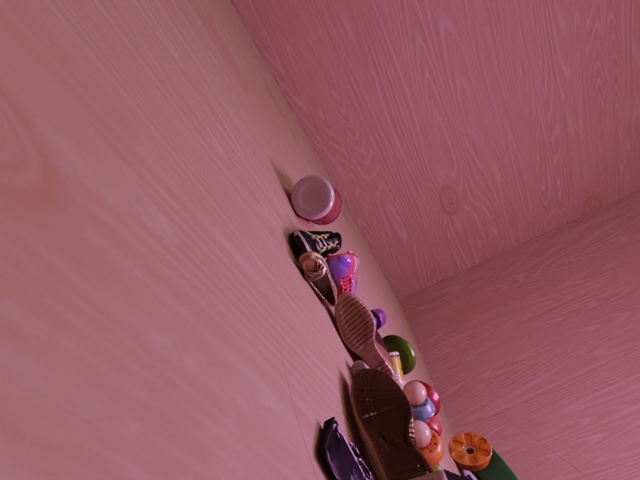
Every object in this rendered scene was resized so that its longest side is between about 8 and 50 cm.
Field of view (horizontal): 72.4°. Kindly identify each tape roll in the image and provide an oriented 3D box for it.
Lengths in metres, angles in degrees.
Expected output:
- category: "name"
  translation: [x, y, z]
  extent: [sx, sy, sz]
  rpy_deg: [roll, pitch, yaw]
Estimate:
- category: "tape roll"
  translation: [0.466, 0.673, 1.120]
  extent: [0.322, 0.077, 0.321]
  rpy_deg: [59, -8, 14]

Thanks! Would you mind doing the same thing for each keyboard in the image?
- category: "keyboard"
  translation: [0.047, 0.343, 0.620]
  extent: [0.180, 0.023, 0.108]
  rpy_deg: [64, 16, -5]

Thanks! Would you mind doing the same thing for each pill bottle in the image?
- category: "pill bottle"
  translation: [0.192, 0.367, 1.192]
  extent: [0.065, 0.065, 0.117]
  rpy_deg: [42, 37, -66]
- category: "pill bottle"
  translation: [-0.001, -0.108, 1.267]
  extent: [0.121, 0.121, 0.216]
  rpy_deg: [65, 9, 10]

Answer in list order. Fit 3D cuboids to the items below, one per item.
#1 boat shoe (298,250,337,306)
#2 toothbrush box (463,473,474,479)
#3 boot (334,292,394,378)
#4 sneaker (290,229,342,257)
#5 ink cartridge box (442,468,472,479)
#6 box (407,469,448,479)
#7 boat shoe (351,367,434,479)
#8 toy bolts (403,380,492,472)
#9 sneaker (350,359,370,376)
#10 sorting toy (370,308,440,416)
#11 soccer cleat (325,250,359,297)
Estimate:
- category: "boat shoe"
  translation: [-0.001, 0.085, 0.957]
  extent: [0.048, 0.056, 0.153]
  rpy_deg: [-112, 179, -50]
- category: "toothbrush box"
  translation: [0.408, 0.762, 1.033]
  extent: [0.296, 0.126, 0.216]
  rpy_deg: [64, -4, -5]
- category: "boot"
  translation: [0.095, 0.225, 1.101]
  extent: [0.249, 0.090, 0.207]
  rpy_deg: [61, -3, -8]
- category: "sneaker"
  translation: [0.000, 0.000, 1.049]
  extent: [0.084, 0.097, 0.234]
  rpy_deg: [64, 9, 5]
- category: "ink cartridge box"
  translation: [0.298, 0.578, 0.787]
  extent: [0.371, 0.175, 0.069]
  rpy_deg: [-27, 132, -72]
- category: "box"
  translation: [0.090, 0.369, 0.400]
  extent: [0.121, 0.147, 0.311]
  rpy_deg: [65, 10, 1]
- category: "boat shoe"
  translation: [0.118, 0.361, 0.766]
  extent: [0.302, 0.109, 0.098]
  rpy_deg: [-115, -151, -54]
- category: "toy bolts"
  translation: [0.285, 0.454, 1.080]
  extent: [0.228, 0.218, 0.159]
  rpy_deg: [-111, -174, -71]
- category: "sneaker"
  translation: [0.109, 0.321, 0.922]
  extent: [0.070, 0.050, 0.134]
  rpy_deg: [50, 11, -36]
- category: "sorting toy"
  translation: [0.208, 0.378, 1.269]
  extent: [0.126, 0.127, 0.366]
  rpy_deg: [-22, 82, -51]
- category: "soccer cleat"
  translation: [0.057, 0.097, 1.061]
  extent: [0.248, 0.082, 0.095]
  rpy_deg: [82, 1, -70]
